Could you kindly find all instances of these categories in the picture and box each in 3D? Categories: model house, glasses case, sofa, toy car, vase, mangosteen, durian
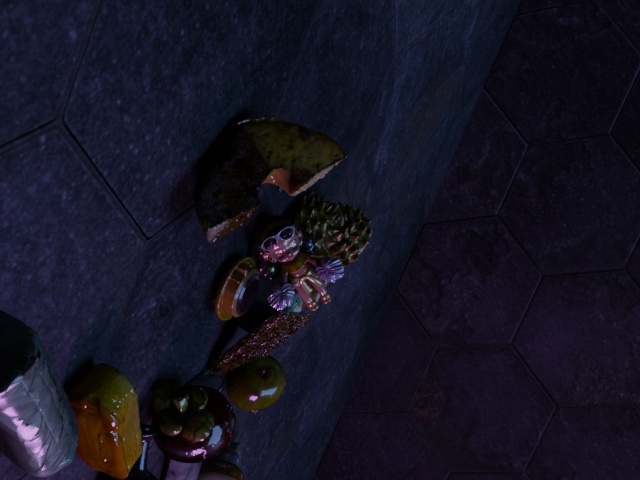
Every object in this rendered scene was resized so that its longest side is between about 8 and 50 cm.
[{"bbox_3d":[-0.115,0.159,1.650,0.149,0.101,0.127,-53,157,-17],"label":"model house"},{"bbox_3d":[-0.290,0.440,1.599,0.114,0.060,0.299,-27,139,-57],"label":"glasses case"},{"bbox_3d":[-0.372,0.159,0.675,0.176,0.226,0.210,-57,165,-37],"label":"sofa"},{"bbox_3d":[-0.259,0.630,1.889,0.235,0.145,0.235,11,90,-87],"label":"toy car"},{"bbox_3d":[-0.351,0.439,1.351,0.120,0.120,0.182,15,84,-73],"label":"vase"},{"bbox_3d":[-0.255,0.355,1.407,0.166,0.166,0.180,-56,152,-26],"label":"mangosteen"},{"bbox_3d":[-0.001,-0.015,1.683,0.195,0.186,0.305,54,43,-31],"label":"durian"}]

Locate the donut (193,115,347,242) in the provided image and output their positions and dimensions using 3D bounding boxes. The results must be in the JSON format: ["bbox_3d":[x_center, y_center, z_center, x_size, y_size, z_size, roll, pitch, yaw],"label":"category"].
[{"bbox_3d":[-0.120,-0.112,1.220,0.295,0.151,0.112,-31,164,-30],"label":"donut"}]

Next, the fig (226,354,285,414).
[{"bbox_3d":[-0.166,0.348,1.755,0.186,0.148,0.142,-17,-127,59],"label":"fig"}]

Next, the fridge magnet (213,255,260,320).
[{"bbox_3d":[-0.171,0.101,1.475,0.143,0.063,0.143,-56,158,-35],"label":"fridge magnet"}]

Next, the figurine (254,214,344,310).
[{"bbox_3d":[-0.053,0.054,1.530,0.175,0.240,0.116,-32,-160,0],"label":"figurine"}]

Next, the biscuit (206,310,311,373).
[{"bbox_3d":[-0.136,0.232,1.595,0.237,0.026,0.131,-40,152,19],"label":"biscuit"}]

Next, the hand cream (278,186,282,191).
[{"bbox_3d":[-0.075,-0.143,1.508,0.030,0.019,0.093,-51,166,-43],"label":"hand cream"}]

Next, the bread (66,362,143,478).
[{"bbox_3d":[-0.349,0.305,1.167,0.094,0.102,0.245,-53,161,-42],"label":"bread"}]
